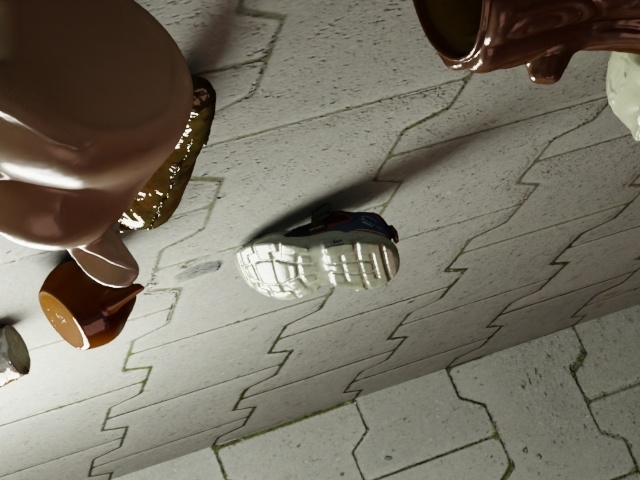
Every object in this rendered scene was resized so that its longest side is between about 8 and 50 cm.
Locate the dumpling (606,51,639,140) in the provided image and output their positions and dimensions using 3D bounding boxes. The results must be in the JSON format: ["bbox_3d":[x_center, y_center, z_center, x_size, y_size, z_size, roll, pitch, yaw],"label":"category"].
[{"bbox_3d":[0.408,-0.212,1.663,0.258,0.147,0.193,-38,148,-57],"label":"dumpling"}]

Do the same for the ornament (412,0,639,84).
[{"bbox_3d":[0.197,-0.236,1.206,0.218,0.221,0.235,-13,-172,-18],"label":"ornament"}]

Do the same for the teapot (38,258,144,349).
[{"bbox_3d":[-0.269,0.064,1.744,0.116,0.116,0.173,-10,-174,-35],"label":"teapot"}]

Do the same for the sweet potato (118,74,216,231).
[{"bbox_3d":[-0.150,-0.090,1.450,0.075,0.075,0.273,-12,158,-30],"label":"sweet potato"}]

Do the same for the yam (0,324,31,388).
[{"bbox_3d":[-0.445,0.168,1.874,0.141,0.079,0.079,-26,163,7],"label":"yam"}]

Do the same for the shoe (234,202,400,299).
[{"bbox_3d":[0.000,0.000,1.923,0.228,0.125,0.099,-3,132,19],"label":"shoe"}]

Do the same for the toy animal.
[{"bbox_3d":[-0.216,-0.086,1.168,0.213,0.195,0.256,-2,158,-31],"label":"toy animal"}]
